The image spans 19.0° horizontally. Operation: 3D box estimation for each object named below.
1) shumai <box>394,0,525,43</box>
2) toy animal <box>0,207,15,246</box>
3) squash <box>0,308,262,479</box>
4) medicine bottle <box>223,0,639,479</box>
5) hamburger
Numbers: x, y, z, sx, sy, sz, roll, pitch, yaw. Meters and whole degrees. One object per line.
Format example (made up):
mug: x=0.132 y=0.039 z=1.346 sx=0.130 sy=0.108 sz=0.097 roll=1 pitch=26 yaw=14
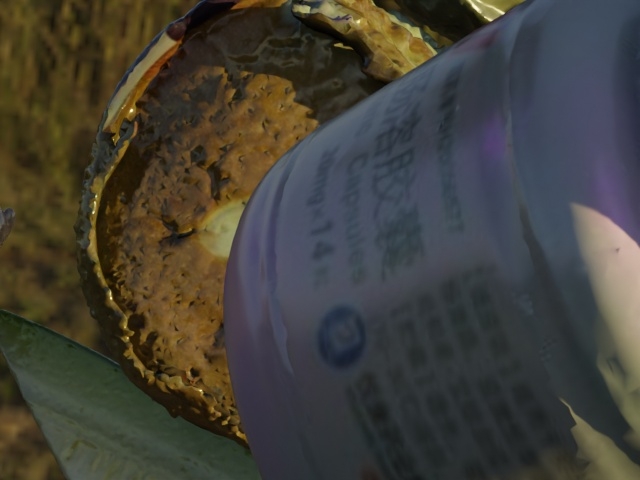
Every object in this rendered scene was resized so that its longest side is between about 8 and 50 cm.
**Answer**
shumai: x=0.097 y=-0.280 z=1.569 sx=0.288 sy=0.292 sz=0.330 roll=2 pitch=-7 yaw=31
toy animal: x=-0.289 y=-0.005 z=1.400 sx=0.091 sy=0.114 sz=0.082 roll=45 pitch=-3 yaw=-10
squash: x=-0.168 y=0.203 z=1.500 sx=0.288 sy=0.203 sz=0.111 roll=25 pitch=-5 yaw=11
medicine bottle: x=0.150 y=0.012 z=0.737 sx=0.325 sy=0.256 sz=0.256 roll=-29 pitch=-15 yaw=35
hamburger: x=0.000 y=0.000 z=1.182 sx=0.318 sy=0.277 sz=0.195 roll=50 pitch=9 yaw=3
